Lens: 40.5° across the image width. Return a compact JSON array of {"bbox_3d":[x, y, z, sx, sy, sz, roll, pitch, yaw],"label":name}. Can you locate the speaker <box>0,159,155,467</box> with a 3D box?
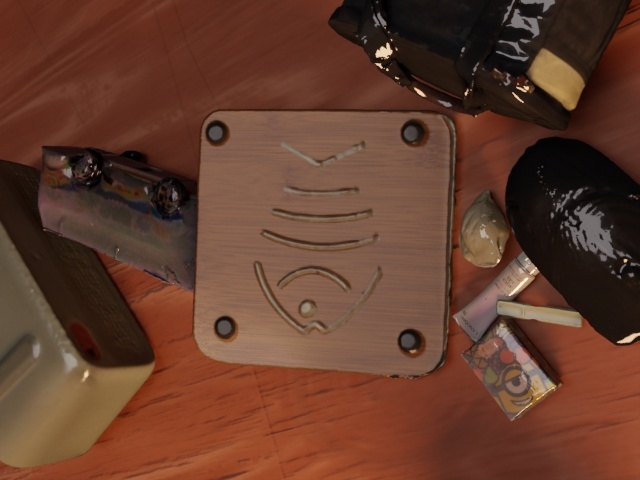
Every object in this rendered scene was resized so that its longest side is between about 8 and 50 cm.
[{"bbox_3d":[-0.403,0.082,1.171,0.184,0.183,0.406,-45,66,19],"label":"speaker"}]

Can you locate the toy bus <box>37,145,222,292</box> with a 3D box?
[{"bbox_3d":[-0.223,-0.034,1.094,0.317,0.112,0.138,21,105,33],"label":"toy bus"}]

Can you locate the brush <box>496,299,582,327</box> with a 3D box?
[{"bbox_3d":[0.213,0.071,0.847,0.084,0.013,0.016,7,99,24],"label":"brush"}]

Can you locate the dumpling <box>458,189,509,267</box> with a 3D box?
[{"bbox_3d":[0.160,-0.008,0.876,0.059,0.043,0.077,-37,72,51],"label":"dumpling"}]

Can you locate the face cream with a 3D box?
[{"bbox_3d":[0.180,0.054,0.872,0.038,0.020,0.115,49,117,20],"label":"face cream"}]

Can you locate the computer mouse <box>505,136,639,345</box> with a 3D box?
[{"bbox_3d":[0.251,-0.008,0.795,0.122,0.073,0.217,-49,66,22],"label":"computer mouse"}]

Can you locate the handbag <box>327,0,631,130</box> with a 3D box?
[{"bbox_3d":[0.146,-0.210,0.808,0.254,0.181,0.181,31,99,31],"label":"handbag"}]

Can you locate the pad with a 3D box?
[{"bbox_3d":[0.000,0.000,0.936,0.287,0.018,0.284,2,90,14],"label":"pad"}]

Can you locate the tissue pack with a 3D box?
[{"bbox_3d":[0.189,0.126,0.856,0.063,0.035,0.083,-46,64,25],"label":"tissue pack"}]
